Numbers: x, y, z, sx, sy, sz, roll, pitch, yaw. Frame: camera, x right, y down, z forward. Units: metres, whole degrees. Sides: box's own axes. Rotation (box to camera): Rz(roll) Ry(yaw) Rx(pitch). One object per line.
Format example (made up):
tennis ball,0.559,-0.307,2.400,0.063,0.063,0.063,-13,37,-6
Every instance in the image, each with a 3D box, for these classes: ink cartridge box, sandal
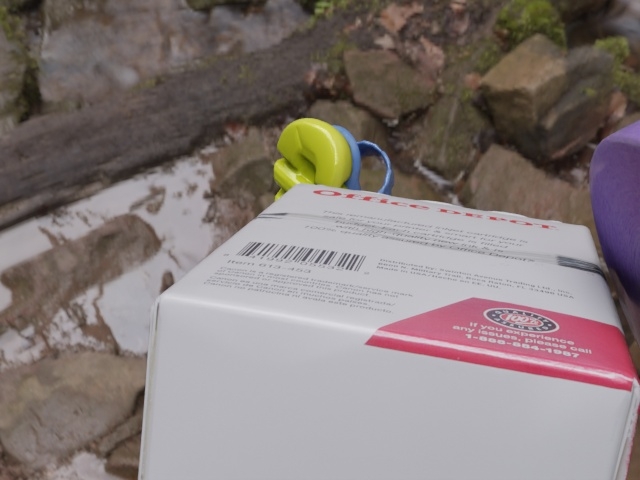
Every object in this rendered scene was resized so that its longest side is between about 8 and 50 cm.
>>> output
ink cartridge box,0.039,0.050,0.455,0.172,0.100,0.237,9,15,9
sandal,0.000,0.000,1.148,0.138,0.317,0.126,-15,49,-43

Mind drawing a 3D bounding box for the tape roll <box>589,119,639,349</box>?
tape roll,0.204,0.065,0.355,0.090,0.275,0.275,-27,61,4
